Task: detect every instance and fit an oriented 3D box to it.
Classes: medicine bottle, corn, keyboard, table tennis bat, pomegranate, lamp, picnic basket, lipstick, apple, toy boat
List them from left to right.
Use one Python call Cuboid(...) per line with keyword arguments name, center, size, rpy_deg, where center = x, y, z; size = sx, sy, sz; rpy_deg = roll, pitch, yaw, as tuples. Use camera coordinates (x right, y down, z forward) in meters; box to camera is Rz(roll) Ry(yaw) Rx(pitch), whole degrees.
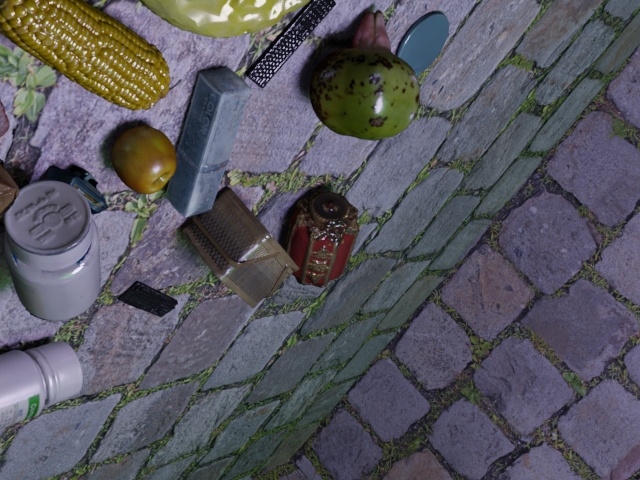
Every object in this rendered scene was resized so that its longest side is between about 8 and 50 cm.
Cuboid(name="medicine bottle", center=(-0.584, 0.278, 1.456), size=(0.237, 0.139, 0.139), rpy_deg=(-17, 146, -50))
Cuboid(name="medicine bottle", center=(-0.421, 0.021, 1.213), size=(0.143, 0.143, 0.258), rpy_deg=(-32, 167, -25))
Cuboid(name="toy boat", center=(-0.388, -0.078, 1.256), size=(0.060, 0.055, 0.141), rpy_deg=(-62, 159, -12))
Cuboid(name="corn", center=(-0.308, -0.255, 1.016), size=(0.106, 0.106, 0.305), rpy_deg=(-47, 156, 9))
Cuboid(name="apple", center=(-0.291, -0.129, 1.266), size=(0.099, 0.102, 0.114), rpy_deg=(-23, 151, -42))
Cuboid(name="keyboard", center=(-0.377, 0.134, 1.701), size=(0.060, 0.018, 0.195), rpy_deg=(-41, 157, 2))
Cuboid(name="lipstick", center=(-0.204, -0.171, 1.369), size=(0.076, 0.077, 0.290), rpy_deg=(-22, 149, -40))
Cuboid(name="picnic basket", center=(-0.170, 0.019, 1.648), size=(0.139, 0.165, 0.267), rpy_deg=(-41, 157, -3))
Cuboid(name="keyboard", center=(-0.051, -0.360, 1.373), size=(0.204, 0.013, 0.061), rpy_deg=(-47, 158, 8))
Cuboid(name="lamp", center=(0.000, 0.000, 1.904), size=(0.177, 0.177, 0.274), rpy_deg=(-30, 156, -29))
Cuboid(name="pomegranate", center=(0.086, -0.319, 1.479), size=(0.214, 0.214, 0.248), rpy_deg=(-4, 101, -57))
Cuboid(name="table tennis bat", center=(0.215, -0.399, 1.719), size=(0.153, 0.040, 0.244), rpy_deg=(-23, 146, -37))

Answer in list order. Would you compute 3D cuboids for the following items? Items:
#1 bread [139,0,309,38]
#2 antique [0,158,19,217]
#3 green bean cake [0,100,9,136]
Cuboid(name="bread", center=(-0.130, -0.399, 0.793), size=(0.348, 0.308, 0.348), rpy_deg=(-33, 157, -16))
Cuboid(name="antique", center=(-0.563, 0.002, 1.071), size=(0.310, 0.087, 0.093), rpy_deg=(-45, 156, 5))
Cuboid(name="green bean cake", center=(-0.472, -0.165, 0.963), size=(0.135, 0.056, 0.135), rpy_deg=(-33, 154, -23))
